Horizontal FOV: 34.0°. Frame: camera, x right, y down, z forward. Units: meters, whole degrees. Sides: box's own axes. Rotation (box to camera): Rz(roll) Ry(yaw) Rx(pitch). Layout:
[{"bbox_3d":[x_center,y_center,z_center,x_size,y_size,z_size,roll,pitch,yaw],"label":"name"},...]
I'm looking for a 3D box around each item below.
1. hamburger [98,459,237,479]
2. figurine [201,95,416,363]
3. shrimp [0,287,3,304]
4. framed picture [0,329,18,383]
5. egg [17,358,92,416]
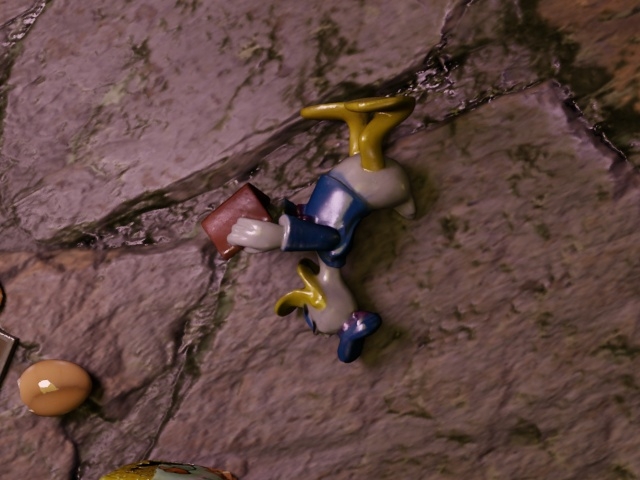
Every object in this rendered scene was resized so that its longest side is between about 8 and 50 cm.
[{"bbox_3d":[-0.222,0.345,1.349,0.235,0.214,0.125,6,77,16],"label":"hamburger"},{"bbox_3d":[0.000,0.000,1.333,0.284,0.204,0.338,-12,98,-15],"label":"figurine"},{"bbox_3d":[-0.508,0.064,1.499,0.083,0.023,0.114,-32,80,-4],"label":"shrimp"},{"bbox_3d":[-0.564,0.223,1.509,0.189,0.023,0.259,21,91,11],"label":"framed picture"},{"bbox_3d":[-0.364,0.202,1.443,0.097,0.080,0.080,-14,85,13],"label":"egg"}]
